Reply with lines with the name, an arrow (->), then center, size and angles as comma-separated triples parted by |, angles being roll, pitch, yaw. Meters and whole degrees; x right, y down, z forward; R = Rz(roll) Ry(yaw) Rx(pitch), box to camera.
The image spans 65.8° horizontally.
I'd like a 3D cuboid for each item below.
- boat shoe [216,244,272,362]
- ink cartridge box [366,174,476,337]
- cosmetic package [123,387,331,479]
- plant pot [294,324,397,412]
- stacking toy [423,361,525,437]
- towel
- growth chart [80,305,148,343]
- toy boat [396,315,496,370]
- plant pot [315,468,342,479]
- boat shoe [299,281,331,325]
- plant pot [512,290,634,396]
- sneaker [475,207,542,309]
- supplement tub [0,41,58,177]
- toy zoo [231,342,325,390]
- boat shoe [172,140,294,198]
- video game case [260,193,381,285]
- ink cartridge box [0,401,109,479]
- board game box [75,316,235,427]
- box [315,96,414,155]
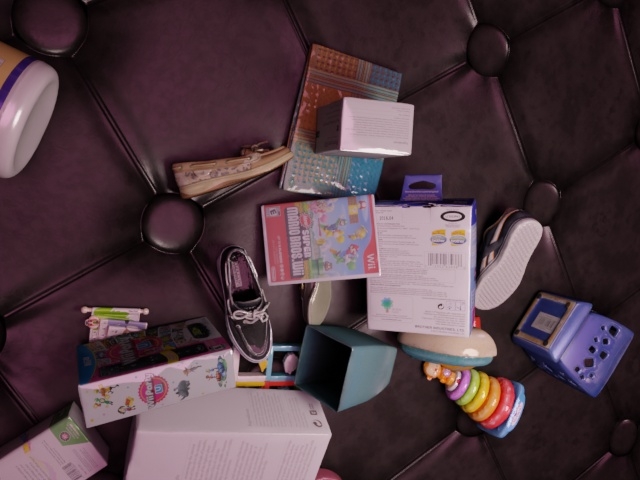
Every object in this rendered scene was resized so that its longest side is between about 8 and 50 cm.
boat shoe -> -0.177, 0.162, 1.217 | 0.113, 0.105, 0.307 | -10, 96, -20
ink cartridge box -> 0.262, 0.032, 1.279 | 0.269, 0.151, 0.396 | 2, 102, 20
cosmetic package -> -0.229, 0.497, 1.208 | 0.452, 0.161, 0.230 | 10, 112, -21
plant pot -> 0.084, 0.321, 1.303 | 0.234, 0.165, 0.166 | 6, 99, -45
stacking toy -> 0.440, 0.442, 1.489 | 0.301, 0.166, 0.175 | 31, 78, -6
towel -> 0.055, -0.286, 1.282 | 0.271, 0.040, 0.371 | 11, 93, -21
growth chart -> -0.477, 0.268, 1.186 | 0.171, 0.021, 0.238 | -1, 99, -21
toy boat -> 0.383, 0.300, 1.402 | 0.318, 0.267, 0.148 | 2, 92, -52
plant pot -> 0.010, 0.765, 1.352 | 0.201, 0.180, 0.202 | -3, 98, -19
boat shoe -> -0.017, 0.113, 1.303 | 0.081, 0.068, 0.228 | -1, 101, -49
plant pot -> 0.754, 0.296, 1.521 | 0.212, 0.236, 0.236 | 36, 86, -15
sneaker -> 0.537, 0.053, 1.470 | 0.126, 0.128, 0.321 | 13, 118, -15
supplement tub -> -0.695, -0.285, 0.905 | 0.331, 0.241, 0.241 | 24, 90, -21
toy zoo -> -0.140, 0.368, 1.316 | 0.292, 0.030, 0.193 | 5, 97, -20
boat shoe -> -0.203, -0.180, 1.168 | 0.285, 0.104, 0.090 | -20, 97, -11
video game case -> 0.000, 0.000, 1.232 | 0.284, 0.025, 0.204 | -5, 89, 6
ink cartridge box -> -0.623, 0.502, 1.131 | 0.212, 0.093, 0.154 | -33, 107, -14
board game box -> -0.369, 0.277, 1.097 | 0.303, 0.224, 0.098 | -10, 104, -26
box -> 0.100, -0.263, 1.183 | 0.181, 0.181, 0.119 | 0, 96, -19
